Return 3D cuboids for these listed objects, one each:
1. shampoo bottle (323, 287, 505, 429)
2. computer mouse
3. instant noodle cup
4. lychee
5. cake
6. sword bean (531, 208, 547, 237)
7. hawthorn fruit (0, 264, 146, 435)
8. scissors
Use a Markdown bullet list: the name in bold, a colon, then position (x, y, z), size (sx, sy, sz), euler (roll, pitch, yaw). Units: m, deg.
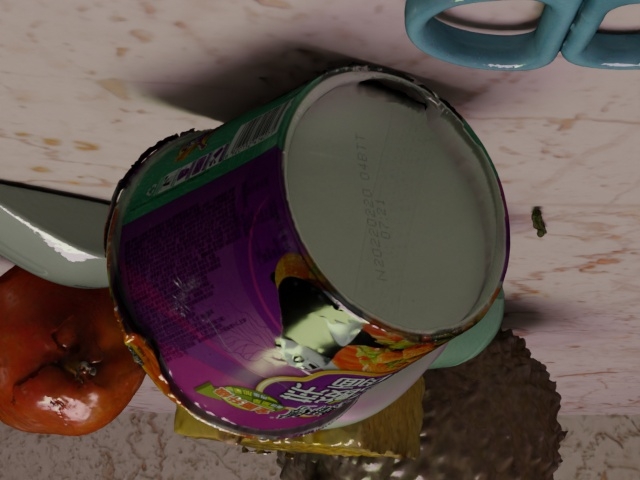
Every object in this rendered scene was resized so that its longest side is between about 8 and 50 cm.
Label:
- **shampoo bottle**: position (0.035, 0.052, 1.222), size (0.151, 0.222, 0.349), euler (-32, 161, 37)
- **computer mouse**: position (-0.267, -0.002, 1.329), size (0.230, 0.079, 0.128), euler (14, 161, -28)
- **instant noodle cup**: position (0.000, 0.000, 0.953), size (0.251, 0.251, 0.190), euler (11, 155, -33)
- **lychee**: position (0.124, 0.265, 1.768), size (0.432, 0.380, 0.380), euler (-26, -171, -39)
- **cake**: position (-0.046, 0.129, 1.509), size (0.285, 0.223, 0.227), euler (-1, 165, 21)
- **sword bean**: position (0.207, -0.017, 1.290), size (0.012, 0.012, 0.083), euler (0, 168, 13)
- **hawthorn fruit**: position (-0.282, 0.123, 1.506), size (0.211, 0.211, 0.299), euler (9, -179, -26)
- **scissors**: position (0.145, -0.164, 0.625), size (0.192, 0.029, 0.447), euler (2, 167, 0)
